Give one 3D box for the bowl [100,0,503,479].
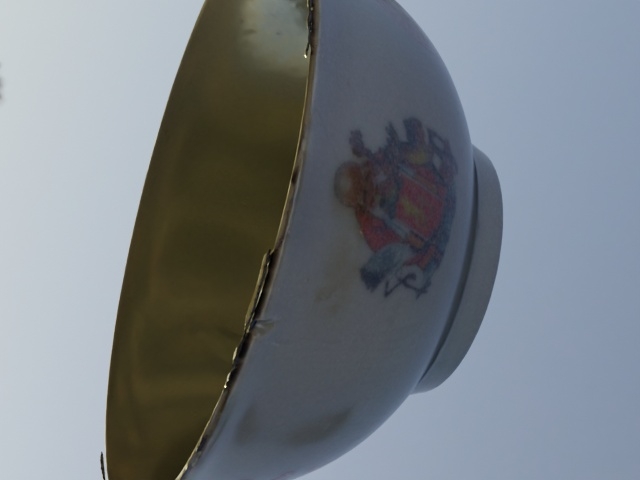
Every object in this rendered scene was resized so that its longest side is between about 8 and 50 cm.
[{"bbox_3d":[0.000,0.000,0.874,0.345,0.157,0.346,-165,-90,-72],"label":"bowl"}]
